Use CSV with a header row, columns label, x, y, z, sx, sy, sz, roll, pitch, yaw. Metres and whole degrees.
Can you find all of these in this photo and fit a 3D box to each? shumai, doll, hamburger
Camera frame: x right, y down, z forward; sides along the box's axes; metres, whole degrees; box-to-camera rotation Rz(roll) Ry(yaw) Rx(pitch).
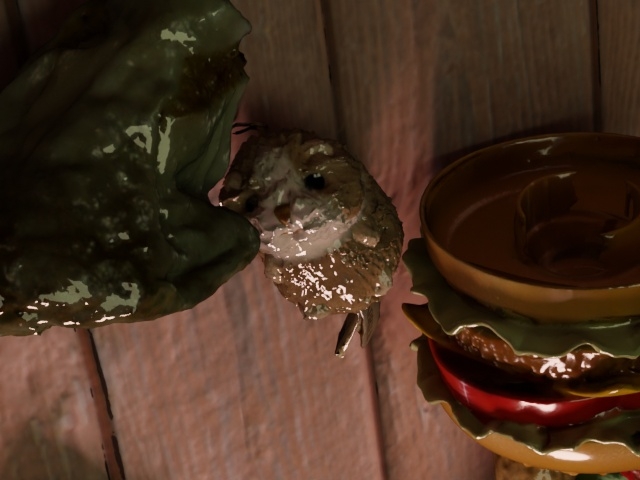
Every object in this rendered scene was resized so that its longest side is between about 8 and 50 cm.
label,x,y,z,sx,sy,sz,roll,pitch,yaw
shumai,-0.171,-0.060,1.264,0.272,0.222,0.204,-22,114,-43
doll,0.007,-0.002,1.449,0.105,0.115,0.221,-28,134,11
hamburger,0.200,0.061,1.513,0.274,0.274,0.212,-18,124,-21

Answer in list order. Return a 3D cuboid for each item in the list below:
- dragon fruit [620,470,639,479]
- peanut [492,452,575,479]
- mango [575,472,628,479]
label,x,y,z,sx,sy,sz,roll,pitch,yaw
dragon fruit,0.285,0.176,1.639,0.111,0.153,0.153,-19,128,-36
peanut,0.198,0.150,1.684,0.089,0.089,0.193,-1,119,-31
mango,0.315,0.233,1.810,0.137,0.091,0.237,-47,132,-5
